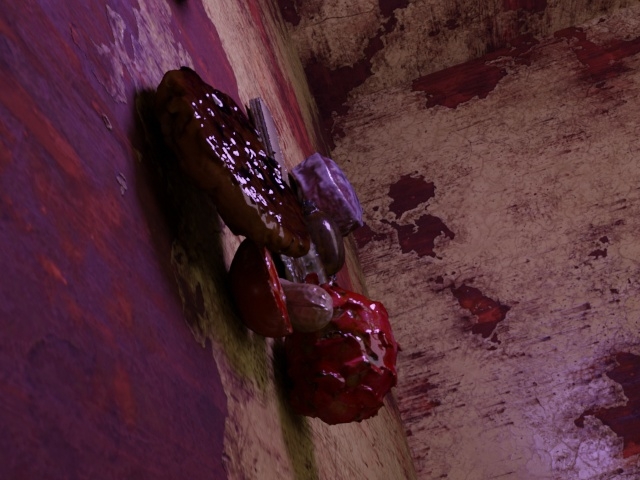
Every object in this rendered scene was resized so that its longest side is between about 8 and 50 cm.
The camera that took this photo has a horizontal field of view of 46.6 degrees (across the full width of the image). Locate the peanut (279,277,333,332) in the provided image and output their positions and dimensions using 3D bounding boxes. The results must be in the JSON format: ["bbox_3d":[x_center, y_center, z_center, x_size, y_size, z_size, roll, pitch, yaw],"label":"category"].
[{"bbox_3d":[-0.040,0.098,1.153,0.174,0.080,0.080,12,-51,52],"label":"peanut"}]

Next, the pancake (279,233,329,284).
[{"bbox_3d":[-0.032,0.079,1.547,0.305,0.066,0.427,-60,134,-79],"label":"pancake"}]

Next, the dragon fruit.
[{"bbox_3d":[0.030,0.174,1.240,0.205,0.210,0.268,115,-33,-48],"label":"dragon fruit"}]

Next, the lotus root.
[{"bbox_3d":[0.000,0.000,1.821,0.120,0.120,0.210,-15,88,-83],"label":"lotus root"}]

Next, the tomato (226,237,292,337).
[{"bbox_3d":[-0.092,0.070,1.037,0.155,0.069,0.156,-19,90,-90],"label":"tomato"}]

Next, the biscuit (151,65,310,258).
[{"bbox_3d":[-0.123,-0.100,0.998,0.289,0.081,0.334,51,10,-18],"label":"biscuit"}]

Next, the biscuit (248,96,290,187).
[{"bbox_3d":[-0.119,-0.219,1.715,0.121,0.040,0.200,50,25,-79],"label":"biscuit"}]

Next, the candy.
[{"bbox_3d":[0.018,-0.118,2.090,0.214,0.157,0.289,60,5,34],"label":"candy"}]
